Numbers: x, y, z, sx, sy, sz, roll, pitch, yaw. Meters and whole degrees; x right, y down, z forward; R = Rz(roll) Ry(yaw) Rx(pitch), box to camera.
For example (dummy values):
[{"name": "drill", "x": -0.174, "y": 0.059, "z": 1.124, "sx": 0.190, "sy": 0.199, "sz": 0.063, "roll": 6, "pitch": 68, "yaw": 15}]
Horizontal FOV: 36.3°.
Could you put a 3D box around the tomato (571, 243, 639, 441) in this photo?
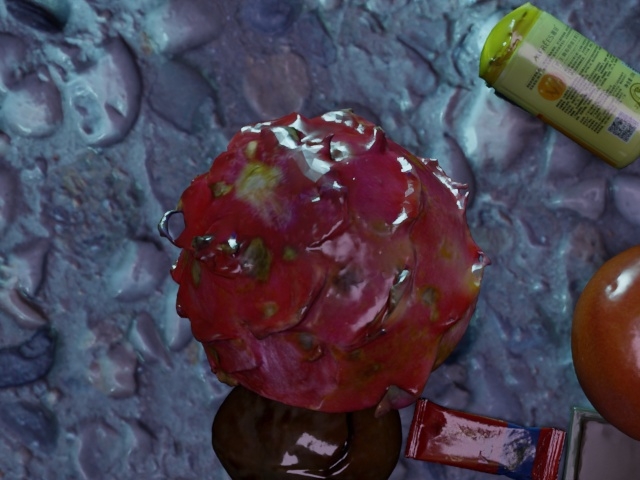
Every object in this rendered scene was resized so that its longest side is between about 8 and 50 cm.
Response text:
[{"name": "tomato", "x": 0.427, "y": 0.123, "z": 1.162, "sx": 0.255, "sy": 0.224, "sz": 0.256, "roll": 0, "pitch": 85, "yaw": 5}]

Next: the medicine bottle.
[{"name": "medicine bottle", "x": 0.313, "y": -0.197, "z": 1.227, "sx": 0.239, "sy": 0.124, "sz": 0.124, "roll": 33, "pitch": 92, "yaw": 5}]

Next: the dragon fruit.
[{"name": "dragon fruit", "x": 0.000, "y": 0.000, "z": 1.127, "sx": 0.371, "sy": 0.249, "sz": 0.386, "roll": -28, "pitch": 52, "yaw": -6}]

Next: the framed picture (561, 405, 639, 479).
[{"name": "framed picture", "x": 0.425, "y": 0.398, "z": 1.262, "sx": 0.247, "sy": 0.022, "sz": 0.335, "roll": 7, "pitch": 90, "yaw": 4}]

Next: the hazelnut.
[{"name": "hazelnut", "x": -0.014, "y": 0.251, "z": 1.201, "sx": 0.233, "sy": 0.218, "sz": 0.218, "roll": -9, "pitch": 89, "yaw": 22}]

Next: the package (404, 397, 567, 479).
[{"name": "package", "x": 0.216, "y": 0.268, "z": 1.281, "sx": 0.200, "sy": 0.022, "sz": 0.083, "roll": 12, "pitch": 91, "yaw": 6}]
